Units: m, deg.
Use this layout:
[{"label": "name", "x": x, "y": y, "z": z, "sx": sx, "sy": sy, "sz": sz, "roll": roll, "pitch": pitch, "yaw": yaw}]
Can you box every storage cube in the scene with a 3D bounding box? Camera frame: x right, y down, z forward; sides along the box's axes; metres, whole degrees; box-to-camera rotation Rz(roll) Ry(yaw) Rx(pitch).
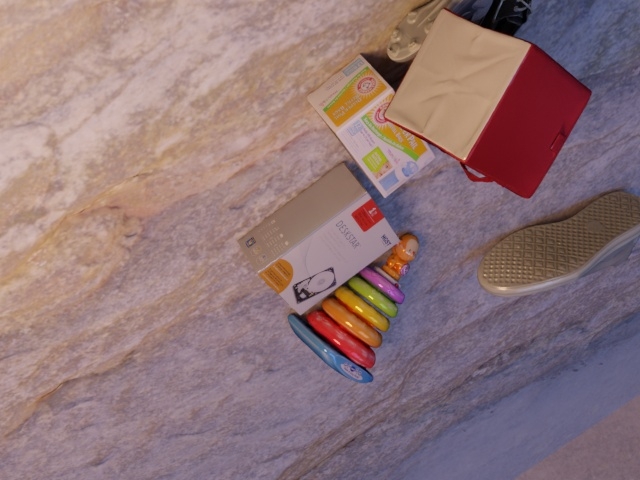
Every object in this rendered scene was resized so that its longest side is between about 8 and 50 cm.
[{"label": "storage cube", "x": 0.246, "y": -0.200, "z": 1.298, "sx": 0.193, "sy": 0.183, "sz": 0.215, "roll": 20, "pitch": 104, "yaw": -47}]

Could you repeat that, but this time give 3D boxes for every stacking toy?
[{"label": "stacking toy", "x": 0.100, "y": 0.114, "z": 1.714, "sx": 0.302, "sy": 0.165, "sz": 0.175, "roll": -52, "pitch": 131, "yaw": -2}]

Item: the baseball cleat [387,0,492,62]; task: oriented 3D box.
[{"label": "baseball cleat", "x": 0.197, "y": -0.341, "z": 1.346, "sx": 0.206, "sy": 0.072, "sz": 0.109, "roll": -44, "pitch": 148, "yaw": 17}]

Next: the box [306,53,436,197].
[{"label": "box", "x": 0.084, "y": -0.180, "z": 1.403, "sx": 0.114, "sy": 0.103, "sz": 0.203, "roll": -39, "pitch": 142, "yaw": 5}]

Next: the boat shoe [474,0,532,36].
[{"label": "boat shoe", "x": 0.304, "y": -0.370, "z": 1.392, "sx": 0.077, "sy": 0.070, "sz": 0.219, "roll": 3, "pitch": 129, "yaw": -38}]

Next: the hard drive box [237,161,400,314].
[{"label": "hard drive box", "x": 0.000, "y": 0.000, "z": 1.544, "sx": 0.232, "sy": 0.089, "sz": 0.181, "roll": -38, "pitch": 142, "yaw": 3}]

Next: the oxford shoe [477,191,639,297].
[{"label": "oxford shoe", "x": 0.537, "y": 0.031, "z": 1.916, "sx": 0.449, "sy": 0.169, "sz": 0.130, "roll": -23, "pitch": 142, "yaw": -22}]
